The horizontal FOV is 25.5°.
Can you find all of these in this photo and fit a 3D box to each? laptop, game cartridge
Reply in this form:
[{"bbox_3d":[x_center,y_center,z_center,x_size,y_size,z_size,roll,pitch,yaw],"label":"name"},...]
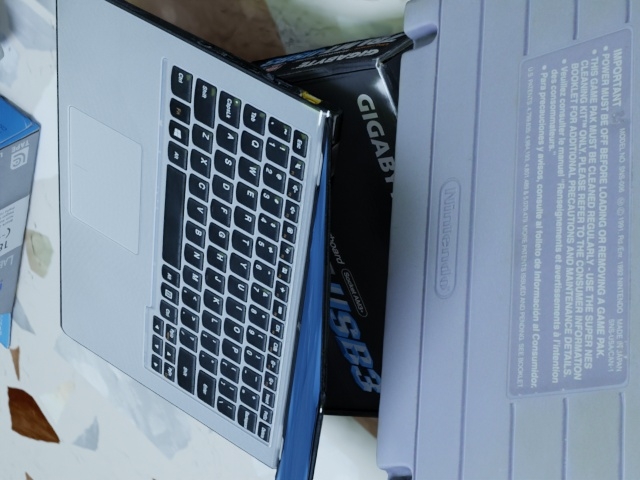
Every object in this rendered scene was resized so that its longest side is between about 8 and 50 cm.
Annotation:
[{"bbox_3d":[-0.115,0.081,1.036,0.408,0.236,0.382,29,135,22],"label":"laptop"},{"bbox_3d":[0.137,-0.004,0.836,0.230,0.068,0.355,-10,68,42],"label":"game cartridge"}]

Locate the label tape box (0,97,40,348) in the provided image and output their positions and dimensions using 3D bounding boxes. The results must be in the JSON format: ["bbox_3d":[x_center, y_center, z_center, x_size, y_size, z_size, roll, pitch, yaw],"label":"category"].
[{"bbox_3d":[-0.418,-0.037,1.427,0.240,0.106,0.334,36,136,18],"label":"label tape box"}]

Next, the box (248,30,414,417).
[{"bbox_3d":[0.000,0.000,1.109,0.293,0.073,0.296,-3,117,43],"label":"box"}]

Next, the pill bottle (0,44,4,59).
[{"bbox_3d":[-0.388,-0.258,1.205,0.162,0.162,0.278,-6,114,44],"label":"pill bottle"}]
